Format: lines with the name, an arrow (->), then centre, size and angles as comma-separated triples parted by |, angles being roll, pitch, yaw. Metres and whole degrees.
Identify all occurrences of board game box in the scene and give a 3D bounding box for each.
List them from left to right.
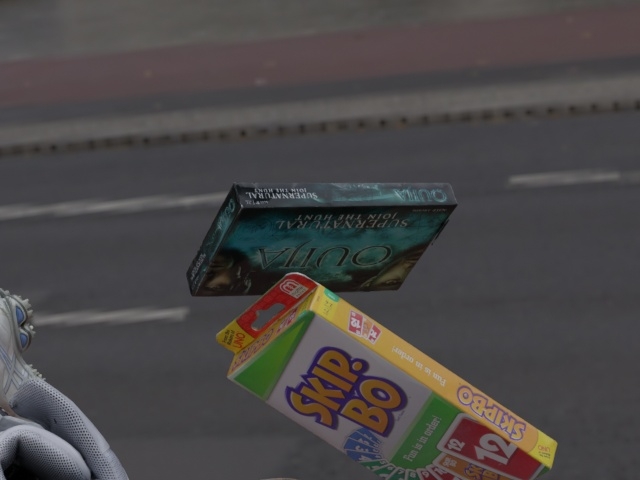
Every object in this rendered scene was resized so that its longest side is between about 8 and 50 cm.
board game box -> 0.000, 0.000, 1.390 | 0.186, 0.026, 0.126 | -1, -34, -25
board game box -> 0.047, 0.127, 1.385 | 0.124, 0.259, 0.039 | -41, 18, 43

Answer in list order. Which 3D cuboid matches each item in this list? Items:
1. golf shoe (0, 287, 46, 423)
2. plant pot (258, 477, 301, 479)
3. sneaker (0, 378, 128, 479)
golf shoe -> -0.312, 0.136, 1.700 | 0.069, 0.176, 0.086 | 9, 29, 45
plant pot -> -0.028, 0.229, 1.125 | 0.237, 0.109, 0.237 | -18, 29, 10
sneaker -> -0.256, 0.154, 1.263 | 0.366, 0.210, 0.137 | 35, 63, 18
